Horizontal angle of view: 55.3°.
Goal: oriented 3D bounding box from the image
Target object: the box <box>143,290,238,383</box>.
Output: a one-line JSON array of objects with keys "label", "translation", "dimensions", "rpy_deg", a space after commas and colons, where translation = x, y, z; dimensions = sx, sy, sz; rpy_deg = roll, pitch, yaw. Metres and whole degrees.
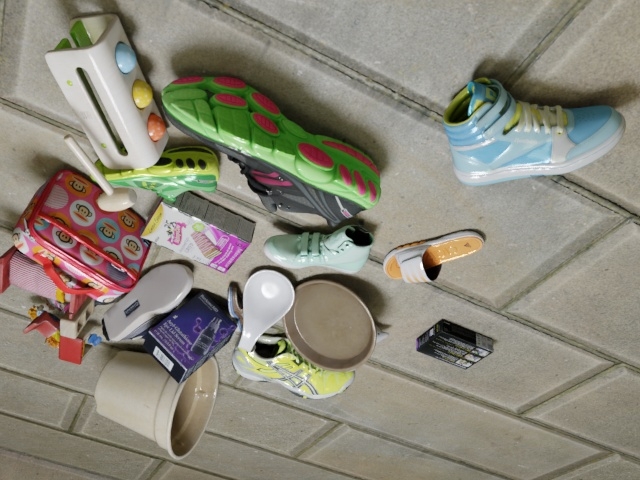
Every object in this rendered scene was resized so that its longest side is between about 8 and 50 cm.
[{"label": "box", "translation": [-0.359, 0.266, 1.699], "dimensions": [0.153, 0.207, 0.108], "rpy_deg": [42, 140, 8]}]

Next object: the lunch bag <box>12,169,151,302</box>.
[{"label": "lunch bag", "translation": [-0.554, 0.005, 1.430], "dimensions": [0.120, 0.258, 0.293], "rpy_deg": [-26, 129, 33]}]

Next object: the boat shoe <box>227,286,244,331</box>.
[{"label": "boat shoe", "translation": [-0.222, 0.190, 1.740], "dimensions": [0.066, 0.066, 0.183], "rpy_deg": [-7, 141, 0]}]

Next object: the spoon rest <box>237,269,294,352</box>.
[{"label": "spoon rest", "translation": [-0.163, 0.201, 1.663], "dimensions": [0.137, 0.084, 0.276], "rpy_deg": [23, 115, -1]}]

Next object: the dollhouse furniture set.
[{"label": "dollhouse furniture set", "translation": [-0.716, 0.180, 1.614], "dimensions": [0.201, 0.152, 0.374], "rpy_deg": [18, 123, -3]}]

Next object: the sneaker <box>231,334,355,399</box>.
[{"label": "sneaker", "translation": [-0.079, 0.378, 1.862], "dimensions": [0.385, 0.145, 0.147], "rpy_deg": [10, 139, -4]}]

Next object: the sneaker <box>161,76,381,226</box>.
[{"label": "sneaker", "translation": [-0.107, -0.155, 1.229], "dimensions": [0.483, 0.185, 0.202], "rpy_deg": [29, 131, -20]}]

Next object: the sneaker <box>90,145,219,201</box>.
[{"label": "sneaker", "translation": [-0.367, -0.137, 1.349], "dimensions": [0.295, 0.109, 0.123], "rpy_deg": [2, 135, 8]}]

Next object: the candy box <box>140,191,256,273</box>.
[{"label": "candy box", "translation": [-0.298, -0.025, 1.494], "dimensions": [0.233, 0.071, 0.159], "rpy_deg": [26, 137, -18]}]

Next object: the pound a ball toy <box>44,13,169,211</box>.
[{"label": "pound a ball toy", "translation": [-0.389, -0.234, 1.168], "dimensions": [0.136, 0.208, 0.319], "rpy_deg": [-1, 137, 12]}]

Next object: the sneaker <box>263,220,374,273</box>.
[{"label": "sneaker", "translation": [0.000, 0.000, 1.450], "dimensions": [0.256, 0.094, 0.151], "rpy_deg": [7, 146, -14]}]

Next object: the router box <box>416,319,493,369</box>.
[{"label": "router box", "translation": [0.386, 0.303, 1.767], "dimensions": [0.179, 0.046, 0.133], "rpy_deg": [23, 137, -16]}]

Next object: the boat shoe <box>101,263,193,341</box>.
[{"label": "boat shoe", "translation": [-0.455, 0.177, 1.738], "dimensions": [0.340, 0.127, 0.158], "rpy_deg": [-31, 158, 22]}]

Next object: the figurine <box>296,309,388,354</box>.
[{"label": "figurine", "translation": [0.063, 0.280, 1.773], "dimensions": [0.215, 0.092, 0.209], "rpy_deg": [25, 132, -20]}]

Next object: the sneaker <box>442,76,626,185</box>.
[{"label": "sneaker", "translation": [0.374, -0.220, 1.114], "dimensions": [0.319, 0.127, 0.208], "rpy_deg": [-14, 135, 23]}]

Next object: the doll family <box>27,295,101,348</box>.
[{"label": "doll family", "translation": [-0.795, 0.253, 1.842], "dimensions": [0.163, 0.118, 0.263], "rpy_deg": [21, 145, 26]}]

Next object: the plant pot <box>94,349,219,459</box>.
[{"label": "plant pot", "translation": [-0.539, 0.496, 1.979], "dimensions": [0.305, 0.334, 0.334], "rpy_deg": [12, 140, 13]}]

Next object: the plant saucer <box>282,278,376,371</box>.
[{"label": "plant saucer", "translation": [0.026, 0.228, 1.664], "dimensions": [0.278, 0.041, 0.278], "rpy_deg": [9, 113, 22]}]

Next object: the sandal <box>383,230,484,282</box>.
[{"label": "sandal", "translation": [0.266, 0.051, 1.477], "dimensions": [0.265, 0.076, 0.102], "rpy_deg": [-22, 130, 31]}]

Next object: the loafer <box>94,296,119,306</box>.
[{"label": "loafer", "translation": [-0.639, 0.144, 1.742], "dimensions": [0.223, 0.076, 0.078], "rpy_deg": [-18, 140, 33]}]
